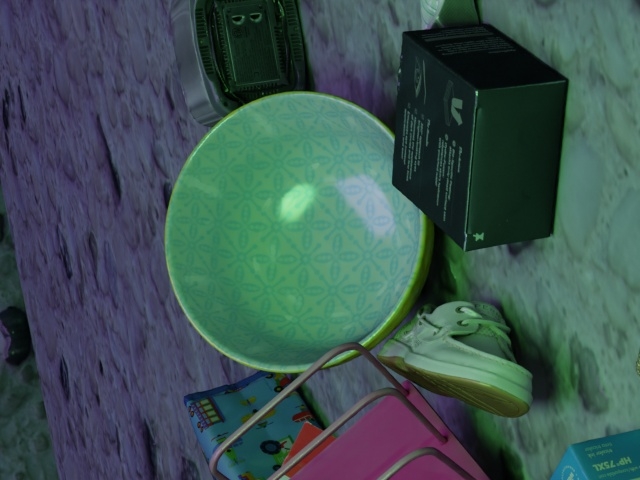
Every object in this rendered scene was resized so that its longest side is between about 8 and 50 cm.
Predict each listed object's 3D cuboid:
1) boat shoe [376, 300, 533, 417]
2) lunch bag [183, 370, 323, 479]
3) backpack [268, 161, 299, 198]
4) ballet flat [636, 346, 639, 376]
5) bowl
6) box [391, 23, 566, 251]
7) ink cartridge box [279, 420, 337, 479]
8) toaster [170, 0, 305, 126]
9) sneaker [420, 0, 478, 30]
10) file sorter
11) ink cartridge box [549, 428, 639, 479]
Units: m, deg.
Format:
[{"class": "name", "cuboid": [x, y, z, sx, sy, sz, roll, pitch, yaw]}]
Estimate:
[{"class": "boat shoe", "cuboid": [0.135, 0.099, 1.843, 0.096, 0.098, 0.277, -60, 19, -6]}, {"class": "lunch bag", "cuboid": [-0.058, 0.343, 2.398, 0.221, 0.138, 0.293, -127, 26, -45]}, {"class": "backpack", "cuboid": [-0.022, -0.087, 2.136, 0.084, 0.114, 0.105, -66, 33, 21]}, {"class": "ballet flat", "cuboid": [0.297, 0.057, 1.471, 0.206, 0.073, 0.067, 141, 132, -61]}, {"class": "bowl", "cuboid": [0.000, 0.000, 2.017, 0.156, 0.289, 0.289, 20, -127, -65]}, {"class": "box", "cuboid": [0.140, -0.096, 1.759, 0.158, 0.093, 0.156, -132, 39, -56]}, {"class": "ink cartridge box", "cuboid": [0.024, 0.309, 2.110, 0.056, 0.181, 0.225, -61, -3, -36]}, {"class": "toaster", "cuboid": [-0.097, -0.219, 2.260, 0.146, 0.129, 0.227, 168, 91, -72]}, {"class": "sneaker", "cuboid": [0.119, -0.226, 1.831, 0.061, 0.053, 0.152, -135, 47, -70]}, {"class": "file sorter", "cuboid": [0.061, 0.267, 1.791, 0.291, 0.202, 0.182, 50, -178, 33]}, {"class": "ink cartridge box", "cuboid": [0.266, 0.291, 1.616, 0.134, 0.078, 0.231, 108, 145, -49]}]
